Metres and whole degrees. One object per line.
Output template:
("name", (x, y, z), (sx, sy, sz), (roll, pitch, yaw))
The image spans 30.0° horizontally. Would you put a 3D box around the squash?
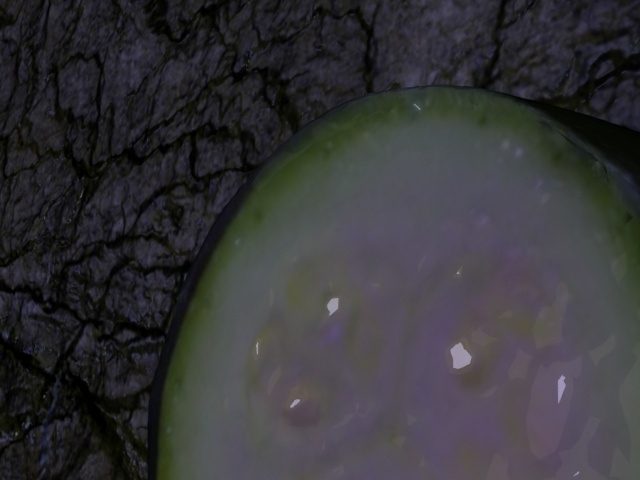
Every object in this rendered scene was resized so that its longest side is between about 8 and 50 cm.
("squash", (0.147, 0.092, 0.535), (0.263, 0.384, 0.263), (-11, 74, 44))
